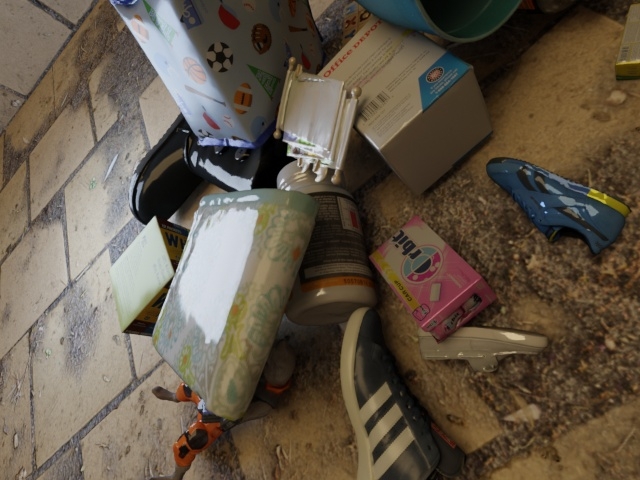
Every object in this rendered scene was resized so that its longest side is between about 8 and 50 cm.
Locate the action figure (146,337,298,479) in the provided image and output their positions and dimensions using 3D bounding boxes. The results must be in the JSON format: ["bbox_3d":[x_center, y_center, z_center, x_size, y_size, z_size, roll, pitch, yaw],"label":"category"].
[{"bbox_3d":[-0.184,0.277,0.835,0.330,0.178,0.341,-34,29,14],"label":"action figure"}]

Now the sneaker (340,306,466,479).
[{"bbox_3d":[0.125,0.264,0.608,0.148,0.131,0.350,-15,70,24],"label":"sneaker"}]

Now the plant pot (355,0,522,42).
[{"bbox_3d":[0.129,-0.436,0.585,0.255,0.271,0.272,38,97,45],"label":"plant pot"}]

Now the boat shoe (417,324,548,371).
[{"bbox_3d":[0.225,0.156,0.606,0.184,0.066,0.063,-5,80,34],"label":"boat shoe"}]

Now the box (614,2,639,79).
[{"bbox_3d":[0.515,-0.278,0.569,0.179,0.043,0.105,13,81,41],"label":"box"}]

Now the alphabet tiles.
[{"bbox_3d":[0.133,-0.469,0.938,0.198,0.009,0.237,-8,68,33],"label":"alphabet tiles"}]

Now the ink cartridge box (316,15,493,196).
[{"bbox_3d":[0.136,-0.233,0.718,0.171,0.168,0.233,-42,54,12],"label":"ink cartridge box"}]

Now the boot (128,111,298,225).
[{"bbox_3d":[-0.256,-0.147,1.014,0.445,0.146,0.367,24,87,38],"label":"boot"}]

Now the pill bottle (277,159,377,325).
[{"bbox_3d":[0.000,0.000,0.761,0.162,0.162,0.279,-23,61,28],"label":"pill bottle"}]

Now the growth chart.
[{"bbox_3d":[-0.016,-0.204,0.718,0.237,0.021,0.172,42,122,44],"label":"growth chart"}]

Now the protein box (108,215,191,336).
[{"bbox_3d":[-0.379,0.092,1.018,0.201,0.136,0.200,-45,52,15],"label":"protein box"}]

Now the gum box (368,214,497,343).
[{"bbox_3d":[0.166,0.056,0.645,0.107,0.062,0.188,-42,36,8],"label":"gum box"}]

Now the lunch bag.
[{"bbox_3d":[-0.155,-0.430,0.855,0.238,0.328,0.385,14,56,36],"label":"lunch bag"}]

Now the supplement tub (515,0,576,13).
[{"bbox_3d":[0.315,-0.482,0.692,0.316,0.193,0.194,28,90,38],"label":"supplement tub"}]

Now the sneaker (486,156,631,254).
[{"bbox_3d":[0.319,-0.055,0.611,0.209,0.069,0.082,39,101,38],"label":"sneaker"}]

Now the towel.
[{"bbox_3d":[-0.161,0.074,0.716,0.374,0.090,0.321,5,76,56],"label":"towel"}]
